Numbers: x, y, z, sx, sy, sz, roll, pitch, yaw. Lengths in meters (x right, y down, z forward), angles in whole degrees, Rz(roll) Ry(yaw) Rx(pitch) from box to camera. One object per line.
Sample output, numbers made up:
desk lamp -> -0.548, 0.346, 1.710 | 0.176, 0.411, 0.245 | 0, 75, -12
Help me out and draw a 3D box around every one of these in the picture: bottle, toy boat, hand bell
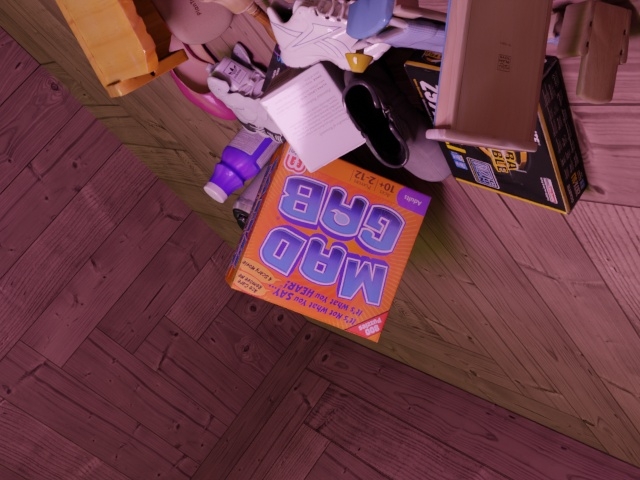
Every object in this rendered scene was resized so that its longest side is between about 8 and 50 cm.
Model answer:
bottle -> -0.203, -0.228, 1.945 | 0.118, 0.283, 0.092 | 24, 160, 37
toy boat -> -0.290, -0.542, 1.559 | 0.151, 0.150, 0.231 | 64, -177, 37
hand bell -> -0.129, -0.466, 1.478 | 0.126, 0.126, 0.242 | 21, 170, 45

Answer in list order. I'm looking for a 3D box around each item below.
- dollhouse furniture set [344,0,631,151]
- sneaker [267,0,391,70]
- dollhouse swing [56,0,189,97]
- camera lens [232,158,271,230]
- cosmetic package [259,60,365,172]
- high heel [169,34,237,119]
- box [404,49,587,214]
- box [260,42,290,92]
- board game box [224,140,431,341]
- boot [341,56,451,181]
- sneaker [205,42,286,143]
dollhouse furniture set -> 0.204, -0.228, 1.012 | 0.286, 0.198, 0.303 | 5, -174, -23
sneaker -> 0.017, -0.380, 1.280 | 0.297, 0.111, 0.129 | 6, 145, 39
dollhouse swing -> -0.395, -0.522, 1.528 | 0.304, 0.315, 0.347 | -5, 118, 44
camera lens -> -0.099, -0.116, 2.051 | 0.219, 0.274, 0.219 | 35, 165, 11
cosmetic package -> -0.003, -0.271, 1.470 | 0.184, 0.151, 0.151 | 53, -157, -22
high heel -> -0.339, -0.460, 1.846 | 0.377, 0.127, 0.181 | 44, 174, -10
box -> 0.313, -0.200, 1.268 | 0.257, 0.079, 0.322 | 27, 162, 40
box -> -0.048, -0.351, 1.585 | 0.162, 0.116, 0.029 | 31, -155, 21
board game box -> 0.000, 0.000, 1.760 | 0.356, 0.357, 0.356 | 22, 176, -10
boot -> 0.146, -0.192, 1.366 | 0.338, 0.118, 0.223 | 43, -154, -24
sneaker -> -0.147, -0.352, 1.728 | 0.210, 0.137, 0.365 | 44, 167, -31
